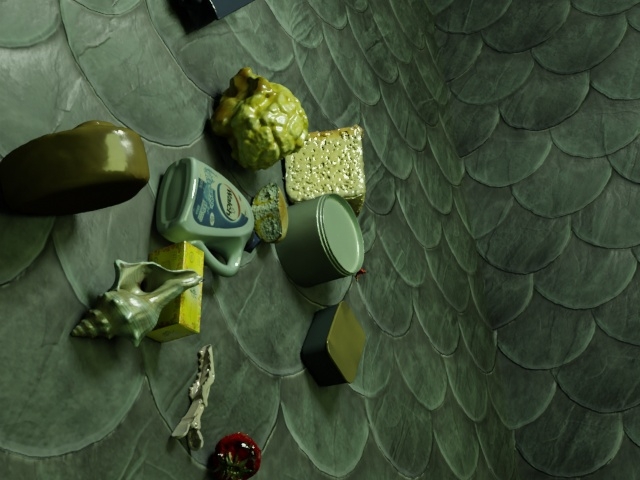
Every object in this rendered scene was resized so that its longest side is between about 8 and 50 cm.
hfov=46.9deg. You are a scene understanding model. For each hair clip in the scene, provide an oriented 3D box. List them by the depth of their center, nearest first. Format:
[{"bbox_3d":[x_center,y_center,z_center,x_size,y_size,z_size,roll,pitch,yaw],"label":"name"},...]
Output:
[{"bbox_3d":[-0.236,0.307,1.452,0.072,0.034,0.226,57,29,-35],"label":"hair clip"}]

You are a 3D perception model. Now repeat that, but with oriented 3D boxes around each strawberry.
[{"bbox_3d":[-0.165,0.426,1.455,0.106,0.106,0.106,40,41,-47],"label":"strawberry"}]

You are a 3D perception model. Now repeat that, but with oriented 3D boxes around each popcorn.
[{"bbox_3d":[-0.154,-0.302,1.806,0.237,0.206,0.252,-35,94,-47],"label":"popcorn"}]

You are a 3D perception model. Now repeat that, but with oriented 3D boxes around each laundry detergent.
[{"bbox_3d":[-0.227,-0.032,1.599,0.280,0.105,0.215,44,38,-46],"label":"laundry detergent"}]

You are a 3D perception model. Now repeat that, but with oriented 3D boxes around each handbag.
[{"bbox_3d":[-0.302,-0.707,1.846,0.303,0.121,0.329,63,28,-20],"label":"handbag"}]

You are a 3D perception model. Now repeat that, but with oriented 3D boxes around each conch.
[{"bbox_3d":[-0.339,0.105,1.308,0.137,0.114,0.234,49,44,-11],"label":"conch"}]

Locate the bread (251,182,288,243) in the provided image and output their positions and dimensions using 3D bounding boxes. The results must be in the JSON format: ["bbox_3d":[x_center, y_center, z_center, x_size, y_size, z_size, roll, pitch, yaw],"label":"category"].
[{"bbox_3d":[-0.119,-0.066,1.842,0.094,0.083,0.157,8,69,-64],"label":"bread"}]

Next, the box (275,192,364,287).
[{"bbox_3d":[0.000,0.000,1.955,0.226,0.149,0.226,40,41,-48],"label":"box"}]

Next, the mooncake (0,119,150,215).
[{"bbox_3d":[-0.402,-0.115,1.203,0.235,0.234,0.117,-4,81,-62],"label":"mooncake"}]

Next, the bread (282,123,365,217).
[{"bbox_3d":[0.003,-0.182,2.168,0.315,0.279,0.249,121,-36,-67],"label":"bread"}]

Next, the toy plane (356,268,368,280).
[{"bbox_3d":[0.088,0.053,2.182,0.126,0.077,0.194,-52,130,-49],"label":"toy plane"}]

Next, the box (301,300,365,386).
[{"bbox_3d":[0.033,0.271,1.917,0.144,0.090,0.201,59,30,-25],"label":"box"}]

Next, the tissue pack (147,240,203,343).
[{"bbox_3d":[-0.283,0.099,1.419,0.062,0.095,0.176,39,42,-48],"label":"tissue pack"}]
